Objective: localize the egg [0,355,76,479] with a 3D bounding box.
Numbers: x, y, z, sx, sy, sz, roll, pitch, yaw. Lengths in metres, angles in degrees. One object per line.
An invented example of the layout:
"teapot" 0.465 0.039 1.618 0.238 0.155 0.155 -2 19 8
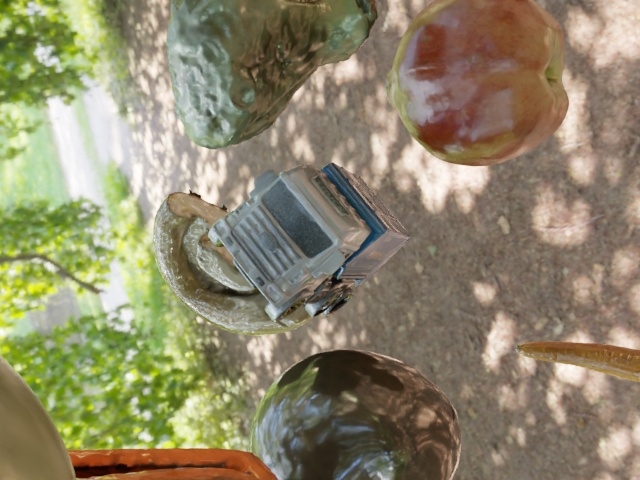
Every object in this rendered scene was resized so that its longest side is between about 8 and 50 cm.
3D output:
"egg" -0.248 0.107 0.329 0.218 0.296 0.218 2 -90 -86

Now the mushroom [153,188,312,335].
"mushroom" -0.144 0.060 1.162 0.286 0.156 0.151 37 110 3

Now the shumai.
"shumai" -0.052 -0.229 0.866 0.225 0.222 0.260 85 -165 -66

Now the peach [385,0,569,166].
"peach" 0.192 -0.214 1.011 0.257 0.232 0.232 4 115 31

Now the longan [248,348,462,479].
"longan" 0.037 0.253 0.941 0.258 0.258 0.258 51 151 44

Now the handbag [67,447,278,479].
"handbag" -0.212 0.295 0.492 0.116 0.410 0.303 133 136 -80

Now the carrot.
"carrot" 0.496 0.214 1.404 0.062 0.271 0.066 83 -158 -49

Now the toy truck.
"toy truck" 0.000 0.000 1.016 0.146 0.175 0.367 49 -169 11
